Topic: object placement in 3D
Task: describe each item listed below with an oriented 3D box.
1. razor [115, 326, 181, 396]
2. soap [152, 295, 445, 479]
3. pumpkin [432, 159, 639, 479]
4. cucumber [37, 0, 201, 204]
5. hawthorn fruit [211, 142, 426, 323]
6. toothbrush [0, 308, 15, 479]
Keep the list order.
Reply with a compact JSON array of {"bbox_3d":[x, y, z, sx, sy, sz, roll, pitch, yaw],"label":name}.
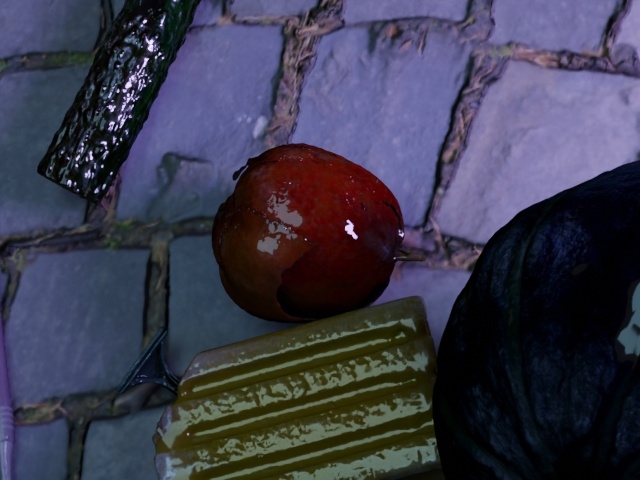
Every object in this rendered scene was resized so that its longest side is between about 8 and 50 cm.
[{"bbox_3d":[-0.074,0.146,1.487,0.190,0.033,0.066,32,82,22],"label":"razor"},{"bbox_3d":[-0.014,0.142,1.419,0.232,0.073,0.140,-15,63,2],"label":"soap"},{"bbox_3d":[0.247,0.122,1.197,0.266,0.363,0.363,-24,52,-39],"label":"pumpkin"},{"bbox_3d":[-0.160,-0.171,1.627,0.067,0.067,0.293,19,76,26],"label":"cucumber"},{"bbox_3d":[0.000,0.000,1.460,0.172,0.148,0.148,14,73,5],"label":"hawthorn fruit"},{"bbox_3d":[-0.267,0.139,1.562,0.029,0.024,0.354,-15,65,8],"label":"toothbrush"}]
